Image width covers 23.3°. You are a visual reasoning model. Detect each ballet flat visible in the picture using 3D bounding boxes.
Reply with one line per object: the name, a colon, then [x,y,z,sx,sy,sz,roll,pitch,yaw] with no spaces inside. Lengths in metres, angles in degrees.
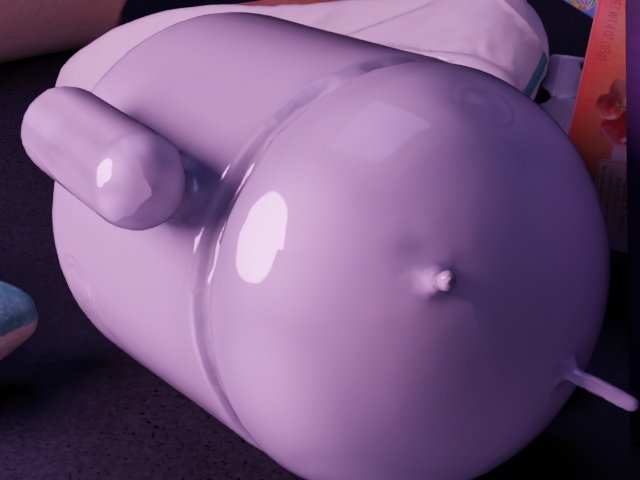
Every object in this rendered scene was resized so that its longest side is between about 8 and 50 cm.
ballet flat: [-0.027,-0.109,1.181,0.400,0.139,0.139,-6,19,14]

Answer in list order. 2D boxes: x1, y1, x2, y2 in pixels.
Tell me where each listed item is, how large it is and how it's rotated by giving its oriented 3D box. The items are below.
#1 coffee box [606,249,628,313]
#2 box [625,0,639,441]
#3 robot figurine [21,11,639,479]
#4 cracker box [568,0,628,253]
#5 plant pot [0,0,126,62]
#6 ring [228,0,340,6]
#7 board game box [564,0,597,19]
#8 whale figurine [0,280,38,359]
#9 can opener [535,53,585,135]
coffee box: [0.191,-0.011,0.976,0.113,0.040,0.184,11,25,37]
box: [0.235,-0.024,0.678,0.184,0.261,0.103,11,25,38]
robot figurine: [0.000,0.000,0.759,0.300,0.199,0.353,17,4,-34]
cracker box: [0.254,-0.055,0.843,0.232,0.155,0.067,13,28,11]
plant pot: [-0.362,-0.304,1.572,0.334,0.333,0.305,15,17,43]
ring: [-0.025,-0.203,1.577,0.337,0.032,0.336,-5,19,2]
board game box: [0.268,-0.187,1.288,0.160,0.039,0.211,16,20,-37]
whale figurine: [-0.296,0.021,0.854,0.272,0.141,0.216,5,22,23]
can opener: [0.163,-0.110,1.246,0.280,0.074,0.093,9,-11,29]
